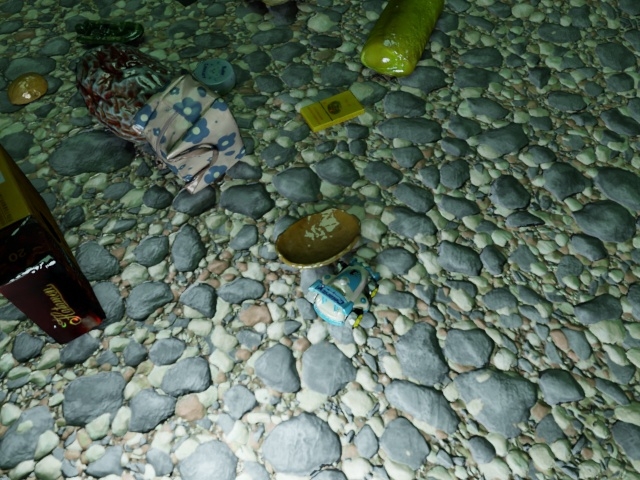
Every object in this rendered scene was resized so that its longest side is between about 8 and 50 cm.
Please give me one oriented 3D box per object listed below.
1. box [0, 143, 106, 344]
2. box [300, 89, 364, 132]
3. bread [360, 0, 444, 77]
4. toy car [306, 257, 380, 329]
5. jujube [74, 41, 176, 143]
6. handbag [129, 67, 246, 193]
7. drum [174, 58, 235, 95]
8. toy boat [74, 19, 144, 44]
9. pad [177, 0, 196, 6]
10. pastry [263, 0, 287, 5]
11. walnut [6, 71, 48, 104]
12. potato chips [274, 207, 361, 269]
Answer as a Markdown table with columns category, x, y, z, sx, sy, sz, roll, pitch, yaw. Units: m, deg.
| category | x | y | z | sx | sy | sz | roll | pitch | yaw |
| --- | --- | --- | --- | --- | --- | --- | --- | --- | --- |
| box | -0.618 | -0.006 | 1.154 | 0.116 | 0.264 | 0.415 | -31 | 60 | -17 |
| box | 0.032 | -0.351 | 1.494 | 0.155 | 0.023 | 0.087 | -23 | 57 | -13 |
| bread | 0.246 | -0.634 | 1.613 | 0.166 | 0.112 | 0.383 | 18 | 59 | 13 |
| toy car | 0.058 | 0.096 | 1.163 | 0.126 | 0.098 | 0.161 | 35 | 66 | 19 |
| jujube | -0.484 | -0.376 | 1.412 | 0.317 | 0.226 | 0.226 | 35 | 65 | 23 |
| handbag | -0.307 | -0.244 | 1.309 | 0.190 | 0.251 | 0.193 | 42 | 77 | 16 |
| drum | -0.363 | -0.476 | 1.568 | 0.253 | 0.049 | 0.130 | 13 | 59 | 10 |
| toy boat | -0.637 | -0.631 | 1.674 | 0.210 | 0.052 | 0.104 | 3 | 55 | 5 |
| pad | -0.405 | -0.840 | 1.829 | 0.193 | 0.004 | 0.116 | -39 | 65 | -22 |
| pastry | -0.133 | -0.831 | 1.728 | 0.237 | 0.170 | 0.256 | 2 | 60 | 26 |
| walnut | -0.833 | -0.438 | 1.557 | 0.091 | 0.052 | 0.121 | 26 | 60 | 20 |
| potato chips | 0.000 | 0.000 | 1.255 | 0.202 | 0.049 | 0.150 | -38 | 60 | -18 |
